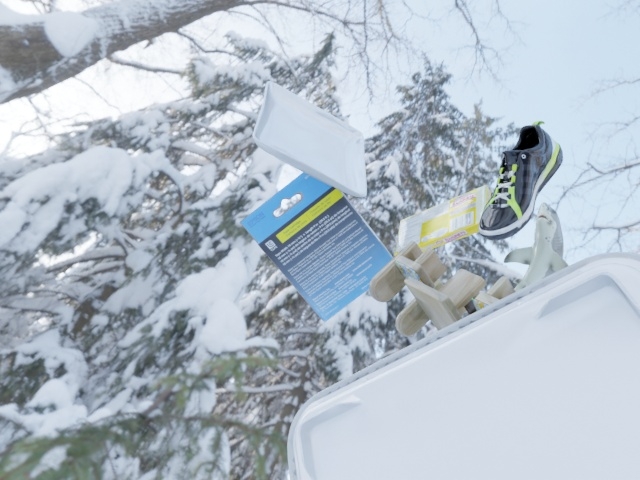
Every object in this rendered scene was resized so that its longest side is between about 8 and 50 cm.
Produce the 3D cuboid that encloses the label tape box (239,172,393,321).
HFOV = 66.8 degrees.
[{"bbox_3d":[0.000,0.000,1.218,0.240,0.106,0.333,-37,-77,8],"label":"label tape box"}]

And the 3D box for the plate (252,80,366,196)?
[{"bbox_3d":[-0.021,-0.228,1.116,0.277,0.278,0.045,24,-51,-19],"label":"plate"}]

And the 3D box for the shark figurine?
[{"bbox_3d":[0.449,0.081,1.020,0.116,0.166,0.278,8,-53,-31],"label":"shark figurine"}]

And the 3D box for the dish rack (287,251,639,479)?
[{"bbox_3d":[0.114,0.163,0.285,0.333,0.285,0.072,-33,-46,19],"label":"dish rack"}]

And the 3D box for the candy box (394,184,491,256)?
[{"bbox_3d":[0.244,-0.033,0.981,0.206,0.105,0.027,-24,-58,39],"label":"candy box"}]

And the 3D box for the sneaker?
[{"bbox_3d":[0.324,-0.107,0.827,0.097,0.234,0.084,45,-21,-25],"label":"sneaker"}]

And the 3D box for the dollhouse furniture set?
[{"bbox_3d":[0.166,0.153,0.592,0.242,0.161,0.212,52,-11,-26],"label":"dollhouse furniture set"}]
